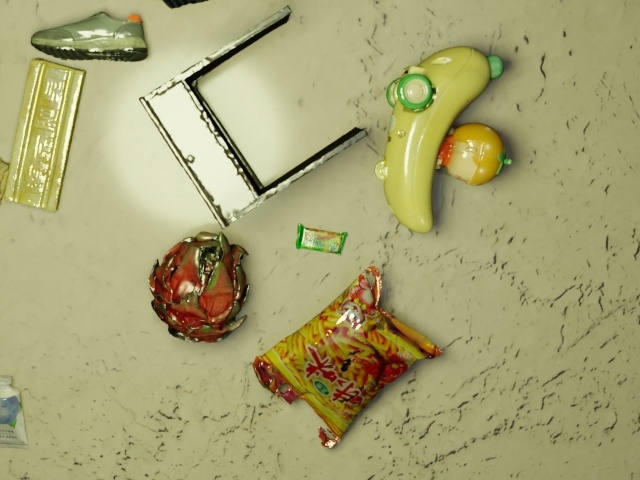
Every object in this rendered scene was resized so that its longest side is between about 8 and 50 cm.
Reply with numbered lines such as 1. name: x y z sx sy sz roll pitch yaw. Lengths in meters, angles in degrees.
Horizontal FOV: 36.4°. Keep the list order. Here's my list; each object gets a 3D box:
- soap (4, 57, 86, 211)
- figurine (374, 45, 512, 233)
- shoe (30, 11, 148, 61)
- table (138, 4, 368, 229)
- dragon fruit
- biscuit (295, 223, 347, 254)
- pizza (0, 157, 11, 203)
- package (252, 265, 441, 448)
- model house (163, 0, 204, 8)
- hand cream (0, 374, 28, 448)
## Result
1. soap: -0.475 -0.183 1.680 0.092 0.037 0.252 12 96 -5
2. figurine: 0.213 -0.169 1.659 0.222 0.124 0.325 11 95 -10
3. shoe: -0.390 -0.349 1.653 0.194 0.074 0.077 2 85 -6
4. table: -0.108 -0.204 1.618 0.282 0.196 0.251 -32 96 1
5. dragon fruit: -0.205 0.079 1.661 0.182 0.182 0.189 5 86 -4
6. biscuit: 0.000 0.000 1.737 0.089 0.016 0.046 10 96 -4
7. pizza: -0.637 -0.059 1.672 0.226 0.069 0.147 -8 95 -2
8. package: 0.050 0.208 1.724 0.288 0.108 0.223 -38 103 9
9. model house: -0.242 -0.471 1.579 0.211 0.194 0.170 23 93 -4
10. hand cream: -0.563 0.308 1.732 0.084 0.053 0.142 5 107 -4
